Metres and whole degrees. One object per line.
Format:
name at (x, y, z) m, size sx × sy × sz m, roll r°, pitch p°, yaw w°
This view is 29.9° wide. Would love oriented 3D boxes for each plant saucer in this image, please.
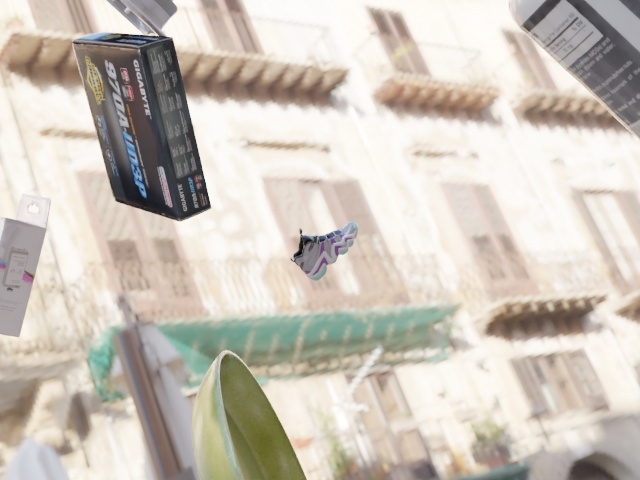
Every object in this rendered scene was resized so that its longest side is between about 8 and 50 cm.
plant saucer at (-0.039, 0.198, 0.877) m, size 0.037 × 0.241 × 0.241 m, roll -23°, pitch -23°, yaw 4°

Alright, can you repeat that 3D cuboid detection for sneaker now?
sneaker at (0.000, 0.000, 1.616) m, size 0.069 × 0.038 × 0.098 m, roll 40°, pitch -90°, yaw -22°

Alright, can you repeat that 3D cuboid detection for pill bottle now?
pill bottle at (0.256, -0.199, 0.986) m, size 0.162 × 0.278 × 0.162 m, roll -47°, pitch 1°, yaw 1°

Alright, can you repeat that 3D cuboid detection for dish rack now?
dish rack at (-0.288, -0.372, 1.527) m, size 0.072 × 0.285 × 0.333 m, roll -48°, pitch 14°, yaw -1°

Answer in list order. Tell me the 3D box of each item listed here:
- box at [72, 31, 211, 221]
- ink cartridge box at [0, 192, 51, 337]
box at (-0.221, -0.144, 1.481) m, size 0.051 × 0.220 × 0.175 m, roll -24°, pitch 25°, yaw -32°
ink cartridge box at (-0.446, 0.026, 1.674) m, size 0.067 × 0.198 × 0.115 m, roll 16°, pitch -5°, yaw -37°
